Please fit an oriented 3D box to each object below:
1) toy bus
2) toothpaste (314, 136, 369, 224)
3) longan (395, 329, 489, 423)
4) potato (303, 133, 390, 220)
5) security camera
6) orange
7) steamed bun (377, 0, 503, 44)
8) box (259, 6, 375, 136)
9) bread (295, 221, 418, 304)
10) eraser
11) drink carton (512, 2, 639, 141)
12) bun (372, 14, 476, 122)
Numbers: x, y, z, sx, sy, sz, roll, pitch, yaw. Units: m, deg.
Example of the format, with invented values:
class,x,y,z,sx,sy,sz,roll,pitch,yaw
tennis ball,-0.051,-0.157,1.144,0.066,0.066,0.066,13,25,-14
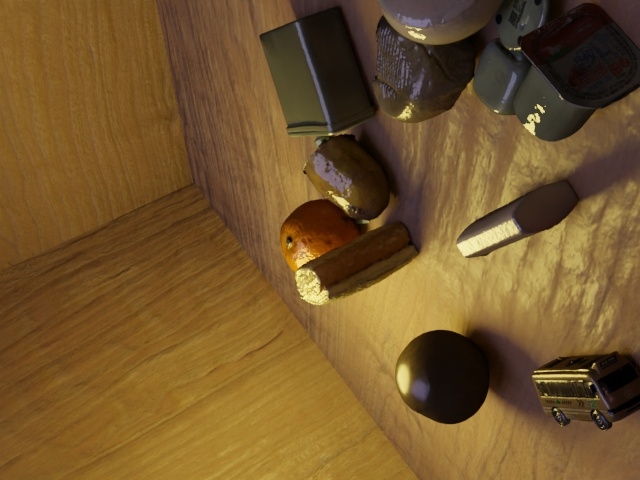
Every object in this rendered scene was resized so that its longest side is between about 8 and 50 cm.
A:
class,x,y,z,sx,sy,sz,roll,pitch,yaw
toy bus,0.655,0.359,1.709,0.157,0.139,0.289,66,164,4
toothpaste,0.067,-0.229,2.473,0.392,0.061,0.099,64,157,-9
longan,0.383,0.432,2.213,0.319,0.319,0.319,49,156,31
potato,0.108,-0.185,2.246,0.266,0.229,0.229,52,158,15
security camera,0.404,-0.403,1.431,0.301,0.080,0.157,101,154,-43
orange,0.000,0.000,2.594,0.312,0.312,0.312,49,156,31
steamed bun,0.254,-0.531,1.411,0.283,0.177,0.283,-2,85,32
box,-0.020,-0.514,2.173,0.352,0.177,0.344,16,127,64
bread,0.112,0.085,2.317,0.165,0.375,0.236,65,157,-2
eraser,0.450,-0.042,1.629,0.095,0.174,0.270,60,160,2
drink carton,0.457,-0.287,1.300,0.191,0.185,0.189,54,161,15
bun,0.247,-0.411,1.618,0.281,0.204,0.282,165,90,-77
